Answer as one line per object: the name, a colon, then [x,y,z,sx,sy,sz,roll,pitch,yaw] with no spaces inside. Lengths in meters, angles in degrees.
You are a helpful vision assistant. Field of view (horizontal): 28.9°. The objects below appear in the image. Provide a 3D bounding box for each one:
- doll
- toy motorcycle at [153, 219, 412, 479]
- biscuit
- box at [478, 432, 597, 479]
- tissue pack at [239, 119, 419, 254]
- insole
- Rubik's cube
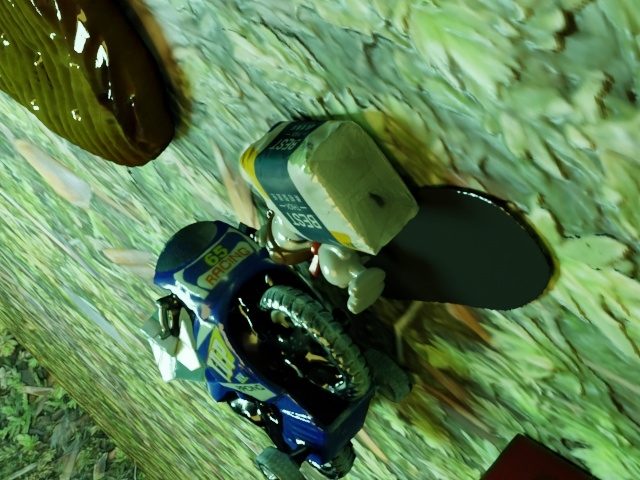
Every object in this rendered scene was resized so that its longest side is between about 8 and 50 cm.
doll: [0.001,0.005,0.694,0.085,0.040,0.058,50,152,13]
toy motorcycle: [-0.035,0.077,0.840,0.169,0.113,0.315,42,162,14]
biscuit: [-0.216,-0.165,0.781,0.318,0.040,0.318,39,162,15]
box: [0.170,0.205,0.788,0.112,0.048,0.175,29,158,39]
tissue pack: [0.002,-0.028,0.611,0.062,0.042,0.083,53,162,-20]
insole: [0.056,0.009,0.647,0.080,0.003,0.232,47,163,-9]
Rubik's cube: [-0.113,0.084,1.085,0.075,0.084,0.073,13,154,29]
